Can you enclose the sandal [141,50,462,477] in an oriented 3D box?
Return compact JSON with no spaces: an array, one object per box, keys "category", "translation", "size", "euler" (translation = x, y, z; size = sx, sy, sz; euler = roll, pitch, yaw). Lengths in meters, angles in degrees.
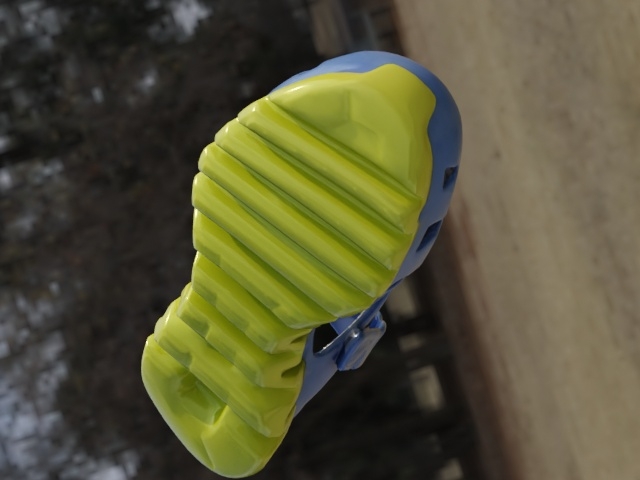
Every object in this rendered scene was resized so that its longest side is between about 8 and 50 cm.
[{"category":"sandal","translation":[0.000,0.000,1.060],"size":[0.126,0.138,0.317],"euler":[46,142,10]}]
